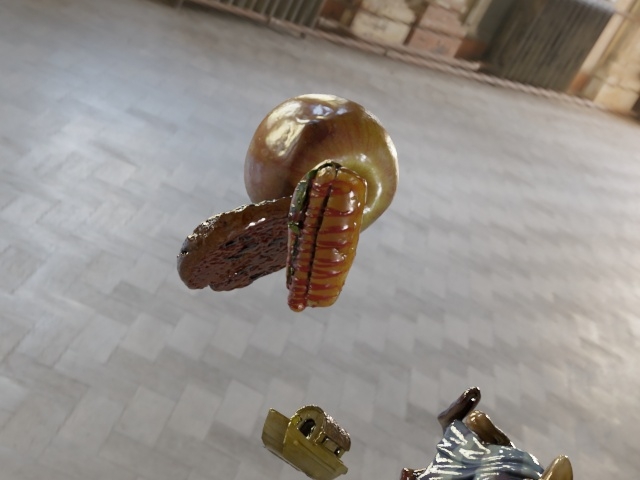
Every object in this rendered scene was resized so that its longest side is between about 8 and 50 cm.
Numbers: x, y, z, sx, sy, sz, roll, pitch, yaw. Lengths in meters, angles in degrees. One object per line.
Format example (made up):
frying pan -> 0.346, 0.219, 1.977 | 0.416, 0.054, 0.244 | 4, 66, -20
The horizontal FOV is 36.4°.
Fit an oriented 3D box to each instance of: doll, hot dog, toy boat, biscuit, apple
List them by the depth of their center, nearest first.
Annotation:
hot dog -> -0.001, 0.001, 0.792 | 0.062, 0.144, 0.038 | 28, 36, 19
biscuit -> -0.086, 0.003, 1.194 | 0.192, 0.192, 0.049 | -3, 58, -50
toy boat -> -0.016, 0.273, 1.334 | 0.068, 0.088, 0.226 | 26, -15, 31
apple -> 0.000, -0.096, 1.337 | 0.211, 0.211, 0.188 | 15, 17, -27
doll -> 0.229, 0.392, 1.398 | 0.209, 0.318, 0.340 | 6, 4, -15
